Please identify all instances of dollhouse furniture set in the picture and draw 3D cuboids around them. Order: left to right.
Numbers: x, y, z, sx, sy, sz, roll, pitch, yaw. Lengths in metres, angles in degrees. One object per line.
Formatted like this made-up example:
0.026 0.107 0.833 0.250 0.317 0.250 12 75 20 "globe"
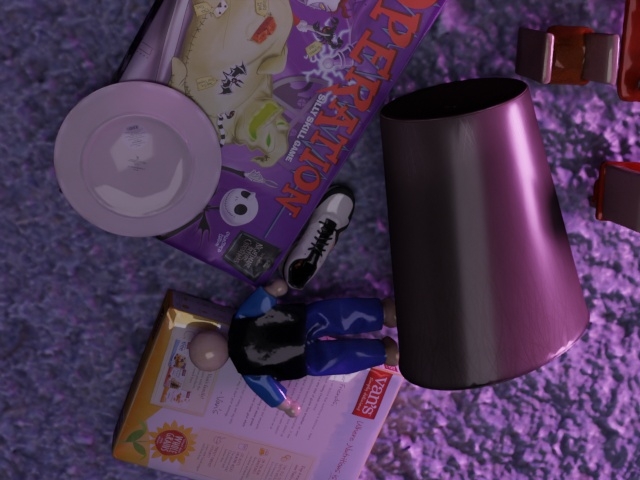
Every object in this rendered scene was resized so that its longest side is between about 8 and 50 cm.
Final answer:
0.298 -0.142 1.054 0.262 0.135 0.259 2 103 -8 "dollhouse furniture set"

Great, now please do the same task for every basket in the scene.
0.135 -0.016 1.057 0.204 0.154 0.227 -28 114 -41 "basket"

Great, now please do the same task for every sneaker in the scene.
0.000 0.000 1.108 0.040 0.044 0.109 26 108 -16 "sneaker"

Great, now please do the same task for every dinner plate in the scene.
-0.154 -0.065 1.025 0.141 0.017 0.141 -3 113 -6 "dinner plate"

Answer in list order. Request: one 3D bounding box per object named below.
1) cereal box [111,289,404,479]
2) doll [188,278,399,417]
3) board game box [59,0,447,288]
-0.061 0.160 1.170 0.240 0.047 0.173 18 109 -15 "cereal box"
-0.024 0.097 1.100 0.189 0.046 0.129 -3 100 -12 "doll"
-0.053 -0.144 1.035 0.208 0.056 0.347 25 109 -21 "board game box"
